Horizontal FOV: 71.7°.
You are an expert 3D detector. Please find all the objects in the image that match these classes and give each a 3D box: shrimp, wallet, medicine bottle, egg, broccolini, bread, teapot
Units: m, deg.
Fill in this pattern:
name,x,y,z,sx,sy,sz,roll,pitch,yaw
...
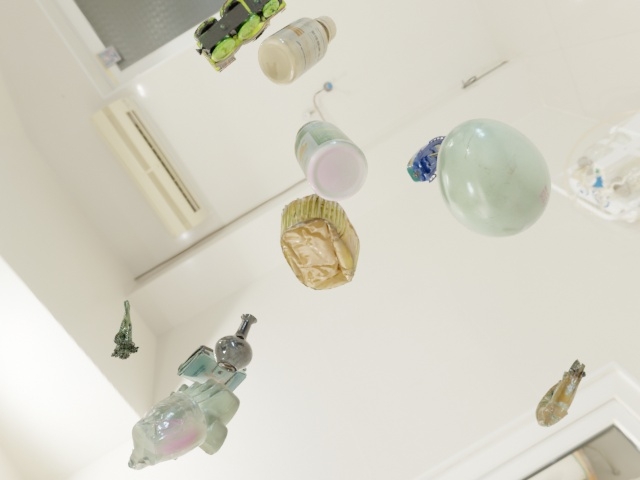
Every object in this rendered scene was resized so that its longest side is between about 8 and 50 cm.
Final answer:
name,x,y,z,sx,sy,sz,roll,pitch,yaw
shrimp,0.562,0.357,1.035,0.041,0.180,0.099,35,175,9
wallet,-0.451,0.554,1.868,0.250,0.176,0.075,37,-164,-29
medicine bottle,-0.044,-0.483,1.095,0.114,0.252,0.114,21,138,20
egg,0.305,-0.110,0.795,0.264,0.183,0.183,38,-166,-40
broccolini,-0.542,0.236,1.206,0.058,0.074,0.201,35,-164,-46
medicine bottle,0.012,-0.198,1.026,0.133,0.133,0.274,59,-175,-28
bread,0.000,0.000,1.306,0.288,0.204,0.156,55,-154,-35
teapot,-0.443,0.533,1.234,0.178,0.221,0.163,-16,-100,-50

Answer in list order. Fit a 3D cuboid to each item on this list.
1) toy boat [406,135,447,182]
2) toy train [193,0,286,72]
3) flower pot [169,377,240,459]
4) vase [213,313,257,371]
name,x,y,z,sx,sy,sz,roll,pitch,yaw
toy boat,0.318,-0.229,1.188,0.110,0.175,0.091,-6,127,54
toy train,-0.228,-0.615,1.260,0.100,0.296,0.160,51,179,-4
flower pot,-0.452,0.649,1.621,0.165,0.367,0.254,53,-145,-22
vase,-0.251,0.307,1.362,0.120,0.120,0.183,59,-143,-37
